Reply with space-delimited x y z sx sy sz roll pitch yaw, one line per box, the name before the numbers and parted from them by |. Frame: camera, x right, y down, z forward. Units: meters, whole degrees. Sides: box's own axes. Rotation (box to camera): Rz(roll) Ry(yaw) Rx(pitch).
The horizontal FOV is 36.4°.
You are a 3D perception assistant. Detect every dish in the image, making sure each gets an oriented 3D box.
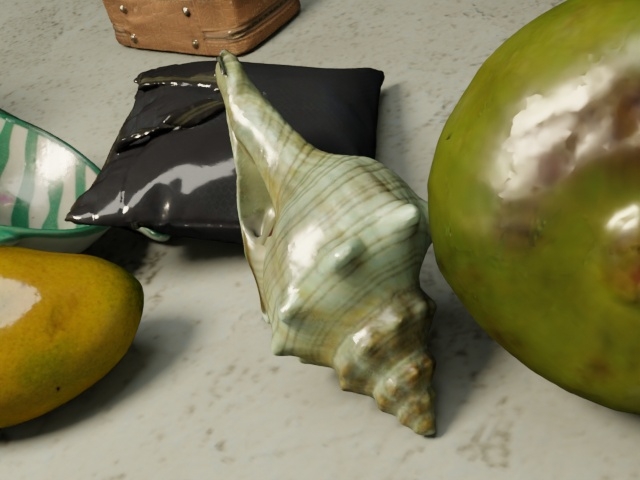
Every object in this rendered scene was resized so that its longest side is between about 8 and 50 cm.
dish | -0.236 -0.023 0.697 0.246 0.078 0.224 17 22 -21

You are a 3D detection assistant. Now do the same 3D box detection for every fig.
fig | 0.160 -0.031 0.488 0.203 0.203 0.225 -7 17 13

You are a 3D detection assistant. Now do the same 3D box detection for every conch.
conch | 0.011 0.007 0.559 0.114 0.137 0.234 -3 40 -21

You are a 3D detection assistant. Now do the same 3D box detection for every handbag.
handbag | -0.124 -0.258 1.029 0.193 0.072 0.151 10 41 36
handbag | -0.059 -0.076 0.722 0.211 0.089 0.254 1 32 4

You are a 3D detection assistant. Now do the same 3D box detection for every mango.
mango | -0.190 0.057 0.574 0.163 0.089 0.111 4 72 2
